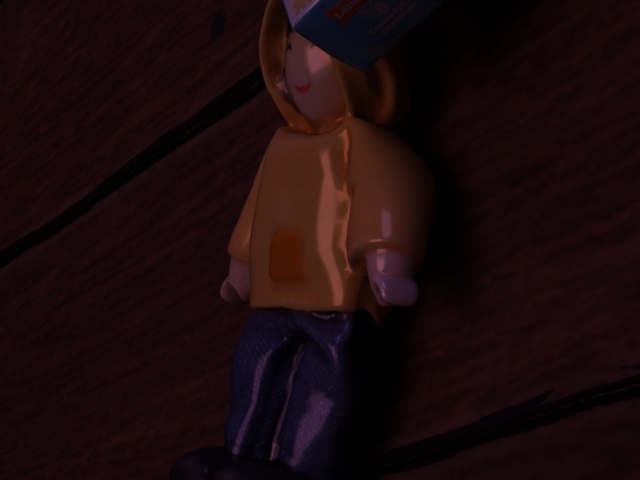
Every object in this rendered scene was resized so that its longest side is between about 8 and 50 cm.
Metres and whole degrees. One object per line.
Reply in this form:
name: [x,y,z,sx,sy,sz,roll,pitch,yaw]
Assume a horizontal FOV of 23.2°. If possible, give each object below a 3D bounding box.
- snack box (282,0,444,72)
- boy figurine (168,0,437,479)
snack box: [0.091,-0.250,0.737,0.322,0.060,0.187,-40,47,26]
boy figurine: [0.000,0.000,0.820,0.177,0.092,0.285,9,89,60]
